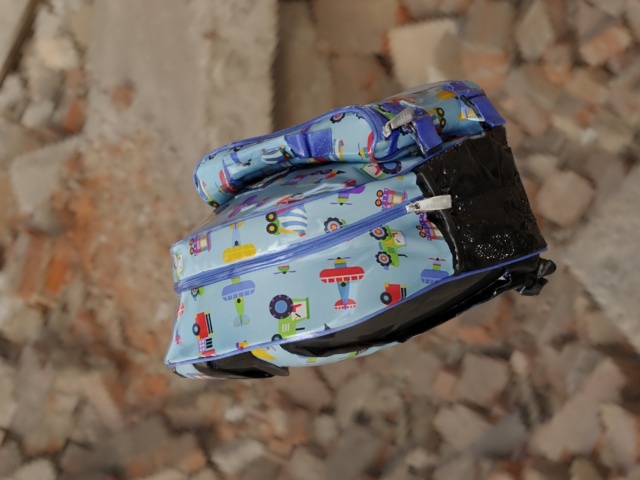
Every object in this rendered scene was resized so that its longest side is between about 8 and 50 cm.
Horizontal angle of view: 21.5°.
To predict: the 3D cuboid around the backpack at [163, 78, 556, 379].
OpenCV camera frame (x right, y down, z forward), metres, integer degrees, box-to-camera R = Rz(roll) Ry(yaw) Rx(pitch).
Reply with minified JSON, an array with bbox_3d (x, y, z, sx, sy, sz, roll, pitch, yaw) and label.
[{"bbox_3d":[0.000,0.000,0.817,0.158,0.173,0.116,-14,95,47],"label":"backpack"}]
